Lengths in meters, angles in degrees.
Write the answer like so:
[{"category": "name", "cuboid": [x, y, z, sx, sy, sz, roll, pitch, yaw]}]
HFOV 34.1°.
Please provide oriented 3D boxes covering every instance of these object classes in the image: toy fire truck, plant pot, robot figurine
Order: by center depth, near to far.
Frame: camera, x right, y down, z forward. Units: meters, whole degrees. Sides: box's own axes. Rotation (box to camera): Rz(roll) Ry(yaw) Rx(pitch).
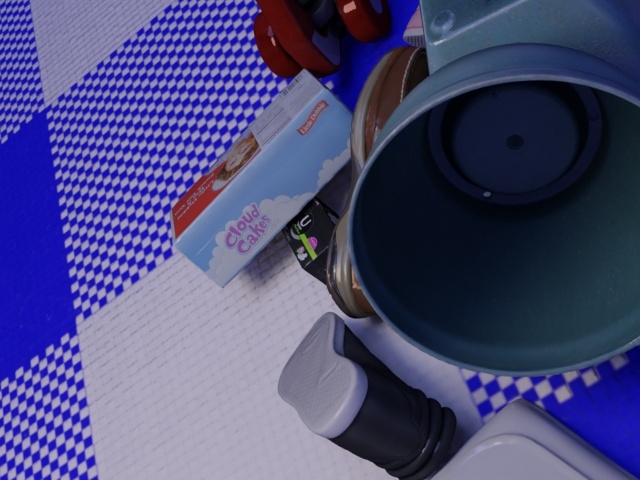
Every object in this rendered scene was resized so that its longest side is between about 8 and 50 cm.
[{"category": "plant pot", "cuboid": [0.177, -0.054, 0.924, 0.293, 0.293, 0.196, -27, 27, 23]}, {"category": "robot figurine", "cuboid": [0.237, 0.023, 1.044, 0.101, 0.067, 0.115, -24, 52, 23]}, {"category": "plant pot", "cuboid": [0.222, -0.211, 1.072, 0.248, 0.252, 0.247, -23, 52, 27]}, {"category": "toy fire truck", "cuboid": [-0.039, -0.376, 1.382, 0.169, 0.254, 0.302, -19, 53, 30]}]

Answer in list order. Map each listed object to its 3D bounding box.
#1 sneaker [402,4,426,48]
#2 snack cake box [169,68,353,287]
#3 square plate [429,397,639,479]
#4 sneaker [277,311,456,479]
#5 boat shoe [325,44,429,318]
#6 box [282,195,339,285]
[{"category": "sneaker", "cuboid": [0.164, -0.277, 1.300, 0.134, 0.051, 0.070, 13, 77, 49]}, {"category": "snack cake box", "cuboid": [-0.068, -0.081, 1.303, 0.264, 0.089, 0.152, -45, 21, 7]}, {"category": "square plate", "cuboid": [0.147, 0.306, 0.856, 0.344, 0.049, 0.347, -41, 32, -11]}, {"category": "sneaker", "cuboid": [0.048, 0.168, 1.091, 0.104, 0.147, 0.296, -55, 13, 3]}, {"category": "boat shoe", "cuboid": [0.102, -0.064, 1.184, 0.120, 0.122, 0.324, 1, 73, 33]}, {"category": "box", "cuboid": [0.000, 0.000, 1.260, 0.062, 0.052, 0.083, -42, 44, 11]}]
